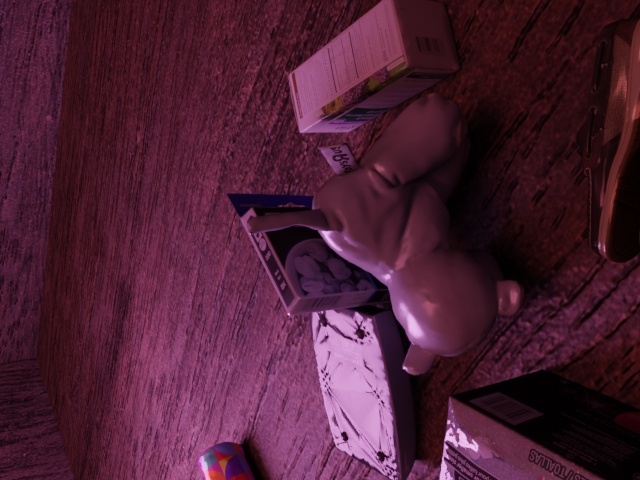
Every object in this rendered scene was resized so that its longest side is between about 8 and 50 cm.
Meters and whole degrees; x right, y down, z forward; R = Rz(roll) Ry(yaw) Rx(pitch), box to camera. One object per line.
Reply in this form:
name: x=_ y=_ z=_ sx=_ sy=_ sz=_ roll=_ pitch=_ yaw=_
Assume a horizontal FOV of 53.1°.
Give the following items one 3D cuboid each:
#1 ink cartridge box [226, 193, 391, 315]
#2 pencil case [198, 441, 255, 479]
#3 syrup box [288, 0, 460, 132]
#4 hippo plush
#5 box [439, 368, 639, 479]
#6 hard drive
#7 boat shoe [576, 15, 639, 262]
ink cartridge box: x=0.000 y=0.000 z=0.880 sx=0.045 sy=0.206 sz=0.208 roll=-54 pitch=54 yaw=36
pencil case: x=-0.160 y=0.520 z=1.281 sx=0.236 sy=0.104 sz=0.104 roll=55 pitch=136 yaw=31
syrup box: x=0.061 y=-0.224 z=0.855 sx=0.236 sy=0.093 sz=0.096 roll=-21 pitch=79 yaw=54
hippo plush: x=0.125 y=-0.004 z=0.706 sx=0.234 sy=0.294 sz=0.236 roll=-45 pitch=76 yaw=12
box: x=0.252 y=0.243 z=0.599 sx=0.247 sy=0.163 sz=0.142 roll=19 pitch=109 yaw=52
hard drive: x=0.062 y=0.205 z=0.924 sx=0.172 sy=0.054 sz=0.255 roll=9 pitch=113 yaw=54
boat shoe: x=0.278 y=-0.094 z=0.593 sx=0.073 sy=0.080 sz=0.224 roll=20 pitch=106 yaw=57
